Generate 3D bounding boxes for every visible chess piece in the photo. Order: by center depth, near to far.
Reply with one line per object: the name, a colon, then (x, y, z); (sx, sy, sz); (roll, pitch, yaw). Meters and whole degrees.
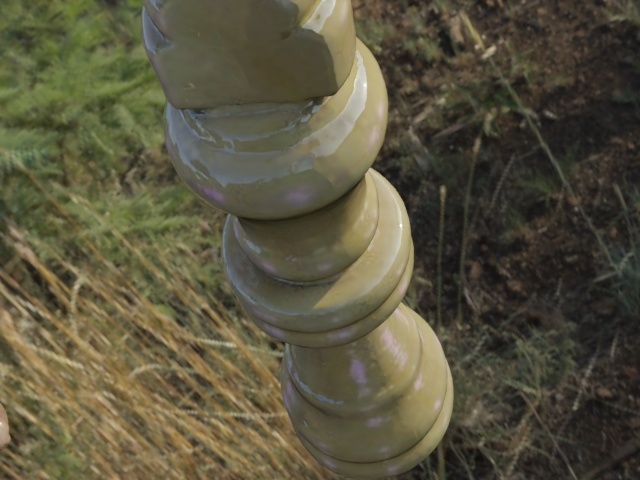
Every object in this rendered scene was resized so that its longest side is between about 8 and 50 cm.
chess piece: (0.000, 0.000, 0.467); (0.117, 0.397, 0.117); (-6, 55, 8)

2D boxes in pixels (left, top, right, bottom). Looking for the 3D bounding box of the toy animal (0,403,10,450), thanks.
toy animal: (-0.309, 0.200, 0.671); (0.171, 0.171, 0.198); (-6, 72, 35)
